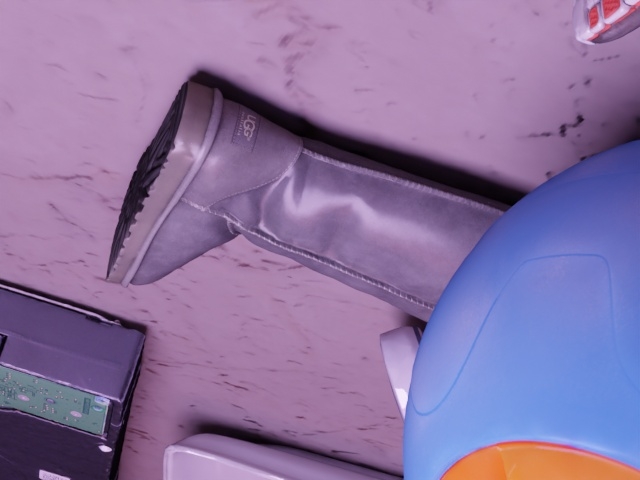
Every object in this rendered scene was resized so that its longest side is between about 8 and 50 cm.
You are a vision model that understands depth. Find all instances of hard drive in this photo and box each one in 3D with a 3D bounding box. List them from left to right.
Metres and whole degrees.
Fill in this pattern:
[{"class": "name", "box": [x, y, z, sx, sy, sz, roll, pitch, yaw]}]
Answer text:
[{"class": "hard drive", "box": [-0.261, 0.123, 1.207, 0.237, 0.064, 0.339, 17, 151, -2]}]

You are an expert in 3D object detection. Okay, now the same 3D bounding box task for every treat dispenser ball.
[{"class": "treat dispenser ball", "box": [0.180, 0.094, 0.710, 0.288, 0.288, 0.288, 12, 150, 7]}]

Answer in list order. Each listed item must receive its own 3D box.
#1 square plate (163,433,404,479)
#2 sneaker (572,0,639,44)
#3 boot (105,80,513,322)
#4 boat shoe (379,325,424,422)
[{"class": "square plate", "box": [0.042, 0.258, 1.303, 0.347, 0.049, 0.344, 15, 150, 2]}, {"class": "sneaker", "box": [0.155, -0.112, 0.606, 0.065, 0.061, 0.158, 20, 152, -20]}, {"class": "boot", "box": [-0.001, 0.002, 0.879, 0.208, 0.076, 0.189, 17, 154, -15]}, {"class": "boat shoe", "box": [0.113, 0.122, 1.014, 0.084, 0.095, 0.258, -24, 142, 10]}]
